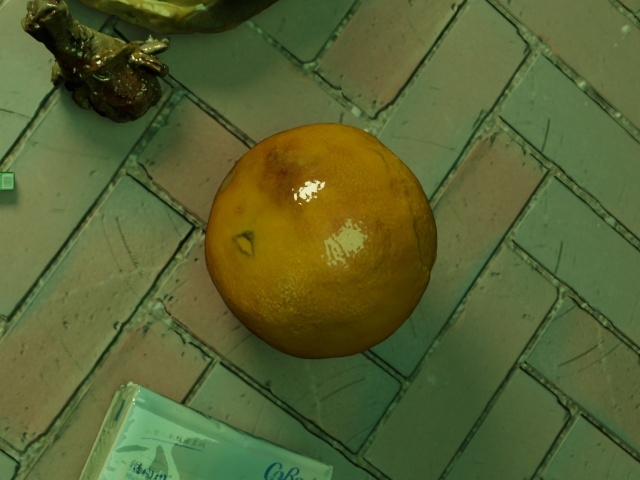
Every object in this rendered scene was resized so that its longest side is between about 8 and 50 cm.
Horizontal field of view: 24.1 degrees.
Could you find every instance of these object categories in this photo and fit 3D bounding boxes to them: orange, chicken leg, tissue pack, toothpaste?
[{"bbox_3d":[0.000,0.000,1.651,0.261,0.261,0.261,-1,94,-22],"label":"orange"},{"bbox_3d":[-0.249,-0.199,1.608,0.196,0.125,0.080,26,45,-38],"label":"chicken leg"},{"bbox_3d":[-0.136,0.289,1.703,0.263,0.089,0.177,26,82,-22],"label":"tissue pack"},{"bbox_3d":[-0.375,-0.066,1.625,0.083,0.017,0.020,0,96,-21],"label":"toothpaste"}]

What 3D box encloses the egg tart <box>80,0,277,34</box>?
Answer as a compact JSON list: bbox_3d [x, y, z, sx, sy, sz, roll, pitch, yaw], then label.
[{"bbox_3d":[-0.142,-0.449,1.608,0.443,0.178,0.443,-1,92,-22],"label":"egg tart"}]
